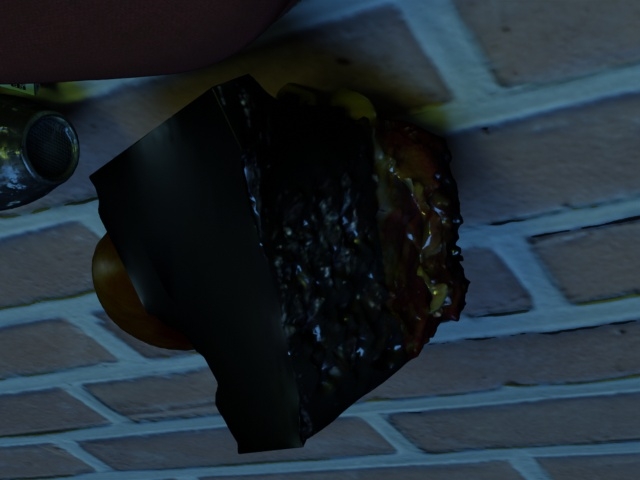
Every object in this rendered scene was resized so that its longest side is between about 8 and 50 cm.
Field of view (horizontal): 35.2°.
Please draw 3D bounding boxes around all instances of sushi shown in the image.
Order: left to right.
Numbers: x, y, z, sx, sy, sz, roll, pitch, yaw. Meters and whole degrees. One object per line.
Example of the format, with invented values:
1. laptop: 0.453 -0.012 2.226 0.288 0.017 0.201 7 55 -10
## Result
1. sushi: 0.000 0.000 0.547 0.153 0.150 0.172 -21 95 53

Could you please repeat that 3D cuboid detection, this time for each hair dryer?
1. hair dryer: -0.266 -0.079 0.559 0.195 0.075 0.219 0 159 33

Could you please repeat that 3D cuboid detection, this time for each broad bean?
1. broad bean: -0.094 0.025 0.671 0.114 0.084 0.165 16 152 12

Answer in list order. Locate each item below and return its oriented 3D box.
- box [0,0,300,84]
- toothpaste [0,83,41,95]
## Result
1. box: -0.145 -0.211 0.325 0.263 0.108 0.404 -1 143 19
2. toothpaste: -0.201 -0.105 0.577 0.083 0.017 0.020 15 145 -3
